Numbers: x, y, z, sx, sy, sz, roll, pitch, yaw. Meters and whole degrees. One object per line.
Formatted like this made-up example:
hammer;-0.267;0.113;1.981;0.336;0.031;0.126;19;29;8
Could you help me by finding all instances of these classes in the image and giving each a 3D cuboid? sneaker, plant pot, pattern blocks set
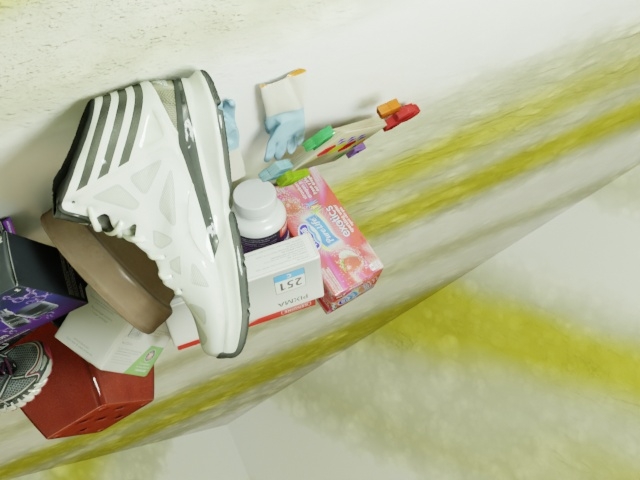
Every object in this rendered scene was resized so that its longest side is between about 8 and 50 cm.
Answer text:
sneaker;-0.254;-0.016;1.482;0.258;0.447;0.169;-11;-159;-11
plant pot;-0.517;0.286;2.193;0.267;0.235;0.267;-32;162;23
plant pot;-0.287;-0.016;1.650;0.229;0.263;0.263;-43;164;-5
pattern blocks set;0.032;-0.178;1.821;0.285;0.026;0.325;-32;175;22
sneaker;-0.656;0.279;1.920;0.299;0.120;0.112;-28;143;-8

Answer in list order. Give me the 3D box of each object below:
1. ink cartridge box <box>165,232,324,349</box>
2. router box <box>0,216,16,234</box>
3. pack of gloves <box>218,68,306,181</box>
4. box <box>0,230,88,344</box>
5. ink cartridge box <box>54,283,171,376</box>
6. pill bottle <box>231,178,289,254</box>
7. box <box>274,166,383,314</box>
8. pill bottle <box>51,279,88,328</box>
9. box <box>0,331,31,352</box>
ink cartridge box;-0.140;0.123;1.871;0.296;0.066;0.261;-18;147;-9
router box;-0.573;0.032;1.666;0.133;0.046;0.179;-17;161;-21
pack of gloves;-0.121;-0.191;1.664;0.195;0.046;0.232;-21;153;-13
box;-0.545;0.096;1.634;0.261;0.103;0.184;-25;157;17
ink cartridge box;-0.316;0.071;1.880;0.353;0.119;0.207;-57;162;-2
pill bottle;-0.115;-0.022;1.897;0.108;0.108;0.193;-21;141;-13
box;0.000;0.000;1.996;0.123;0.256;0.128;-30;165;-17
pill bottle;-0.445;0.133;2.022;0.123;0.122;0.219;-28;163;11
box;-0.725;0.186;1.870;0.242;0.076;0.307;-32;162;22
